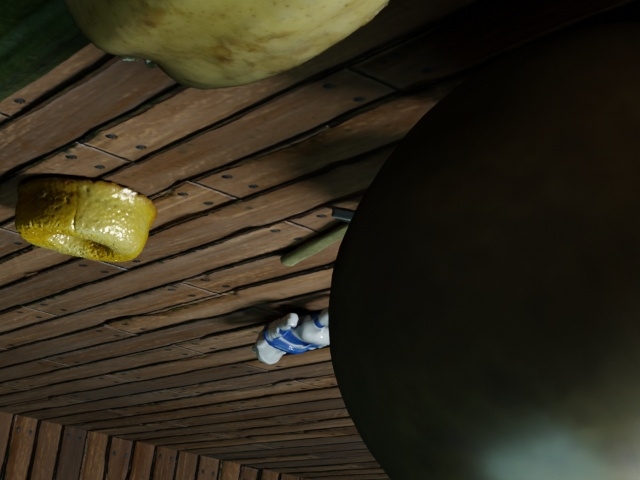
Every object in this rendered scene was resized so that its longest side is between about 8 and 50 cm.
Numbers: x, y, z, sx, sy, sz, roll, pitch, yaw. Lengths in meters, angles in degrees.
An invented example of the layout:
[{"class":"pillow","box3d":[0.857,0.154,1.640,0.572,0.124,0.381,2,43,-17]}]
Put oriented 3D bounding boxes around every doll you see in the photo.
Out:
[{"class":"doll","box3d":[-0.024,0.118,1.672,0.114,0.057,0.227,15,153,-41]}]

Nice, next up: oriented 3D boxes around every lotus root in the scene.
[{"class":"lotus root","box3d":[-0.039,-0.165,0.663,0.160,0.146,0.284,-2,168,-37]}]

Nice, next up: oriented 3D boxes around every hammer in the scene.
[{"class":"hammer","box3d":[0.000,0.000,1.361,0.062,0.013,0.199,15,160,-22]}]

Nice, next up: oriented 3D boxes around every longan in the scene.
[{"class":"longan","box3d":[0.175,0.035,0.837,0.361,0.361,0.361,7,162,2]}]

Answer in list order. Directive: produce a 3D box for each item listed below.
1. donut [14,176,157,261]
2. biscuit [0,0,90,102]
[{"class":"donut","box3d":[-0.250,-0.020,1.334,0.152,0.058,0.152,9,163,3]},{"class":"biscuit","box3d":[-0.224,-0.156,0.934,0.099,0.038,0.322,23,157,-32]}]
